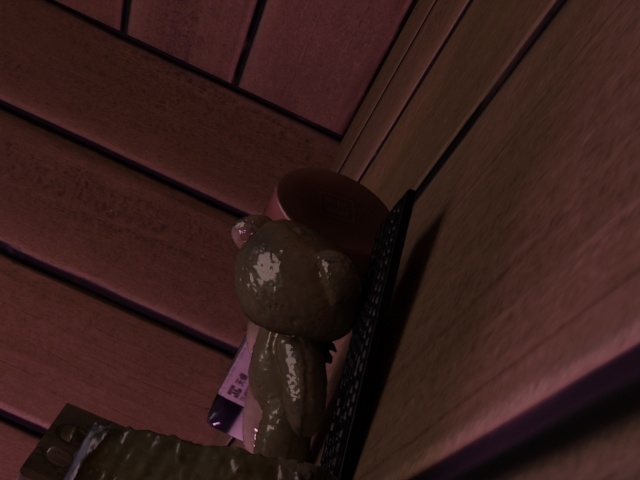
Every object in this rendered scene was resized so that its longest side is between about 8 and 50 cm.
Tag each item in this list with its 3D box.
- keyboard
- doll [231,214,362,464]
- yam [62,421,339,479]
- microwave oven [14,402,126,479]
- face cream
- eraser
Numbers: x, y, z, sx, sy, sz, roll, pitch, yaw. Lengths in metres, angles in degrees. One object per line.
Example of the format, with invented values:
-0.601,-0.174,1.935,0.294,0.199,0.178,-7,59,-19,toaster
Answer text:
0.058,0.043,0.821,0.103,0.041,0.381,122,171,-62,keyboard
-0.024,0.118,0.933,0.149,0.175,0.278,-7,-67,-49,doll
-0.107,0.282,0.590,0.201,0.202,0.271,80,-153,-57,yam
-0.162,0.286,0.797,0.145,0.240,0.194,-81,16,-73,microwave oven
0.000,0.000,1.053,0.149,0.149,0.104,-71,6,-54,face cream
-0.054,0.144,1.277,0.404,0.098,0.096,-60,5,44,eraser
